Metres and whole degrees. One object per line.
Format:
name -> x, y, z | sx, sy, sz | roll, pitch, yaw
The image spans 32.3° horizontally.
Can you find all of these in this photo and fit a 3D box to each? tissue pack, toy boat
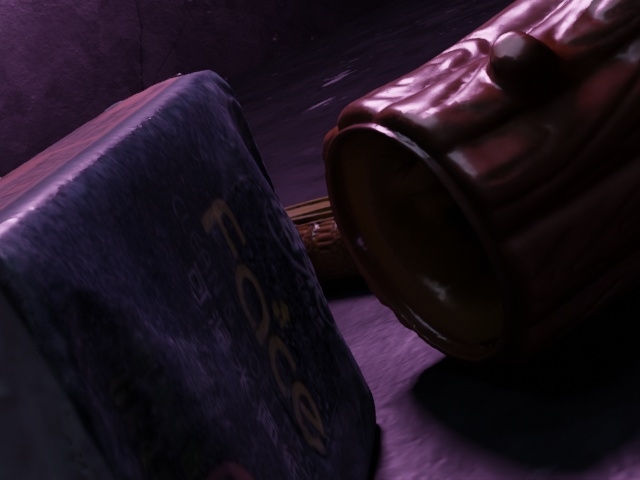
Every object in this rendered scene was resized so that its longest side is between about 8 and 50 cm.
tissue pack -> -0.066, 0.063, 0.479 | 0.103, 0.227, 0.315 | -20, 15, 12
toy boat -> 0.000, 0.000, 0.922 | 0.226, 0.068, 0.088 | -11, 25, 37

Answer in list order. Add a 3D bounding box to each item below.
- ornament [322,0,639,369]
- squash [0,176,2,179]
ornament -> 0.136, -0.050, 0.648 | 0.218, 0.221, 0.235 | -33, 61, -22
squash -> -0.328, -0.016, 1.379 | 0.252, 0.169, 0.093 | -11, -26, 40
